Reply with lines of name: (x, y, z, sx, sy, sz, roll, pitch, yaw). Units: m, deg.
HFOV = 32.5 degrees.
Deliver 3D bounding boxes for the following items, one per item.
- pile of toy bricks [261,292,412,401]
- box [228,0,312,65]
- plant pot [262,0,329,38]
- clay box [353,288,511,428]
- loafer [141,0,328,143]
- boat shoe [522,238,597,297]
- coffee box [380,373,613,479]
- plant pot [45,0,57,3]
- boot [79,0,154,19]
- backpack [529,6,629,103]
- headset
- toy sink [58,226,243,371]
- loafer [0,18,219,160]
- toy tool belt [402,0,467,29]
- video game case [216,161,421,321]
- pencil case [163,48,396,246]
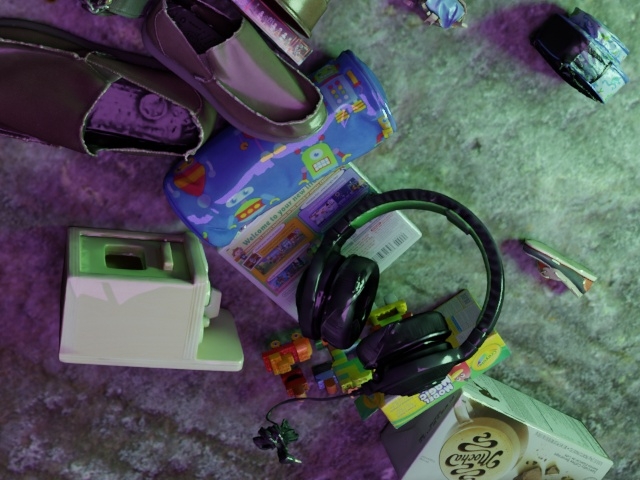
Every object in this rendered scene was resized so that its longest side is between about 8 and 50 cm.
pile of toy bricks: (0.037, 0.171, 1.524, 0.212, 0.105, 0.118, -21, 132, -6)
box: (-0.076, -0.270, 1.304, 0.027, 0.094, 0.137, -47, 116, 3)
plant pot: (-0.019, -0.347, 1.251, 0.165, 0.167, 0.167, -47, 116, 4)
clay box: (0.146, 0.173, 1.552, 0.222, 0.127, 0.053, -34, 119, 6)
loafer: (-0.101, -0.203, 1.272, 0.251, 0.087, 0.094, 32, 63, 5)
boat shoe: (0.338, 0.041, 1.579, 0.137, 0.049, 0.043, 27, 109, -28)
coffee box: (0.265, 0.315, 1.652, 0.297, 0.119, 0.168, 27, 106, -23)
plant pot: (-0.288, -0.344, 1.213, 0.095, 0.134, 0.134, -35, 121, -22)
boot: (-0.187, -0.340, 1.176, 0.091, 0.263, 0.229, 37, 99, 11)
backpack: (0.345, -0.237, 1.412, 0.084, 0.105, 0.114, -44, 122, 11)
headset: (0.061, 0.110, 1.396, 0.243, 0.185, 0.394, 39, 92, 15)
toy sink: (-0.212, 0.070, 1.407, 0.234, 0.153, 0.131, 6, 113, -14)
loafer: (-0.291, -0.171, 1.283, 0.366, 0.130, 0.133, 4, 114, -15)
toy tool belt: (0.145, -0.293, 1.368, 0.083, 0.051, 0.052, 29, 106, -23)
video game case: (0.000, 0.000, 1.494, 0.212, 0.023, 0.193, -42, 117, 10)
pencil case: (-0.050, -0.106, 1.375, 0.306, 0.119, 0.133, -34, 129, 4)
